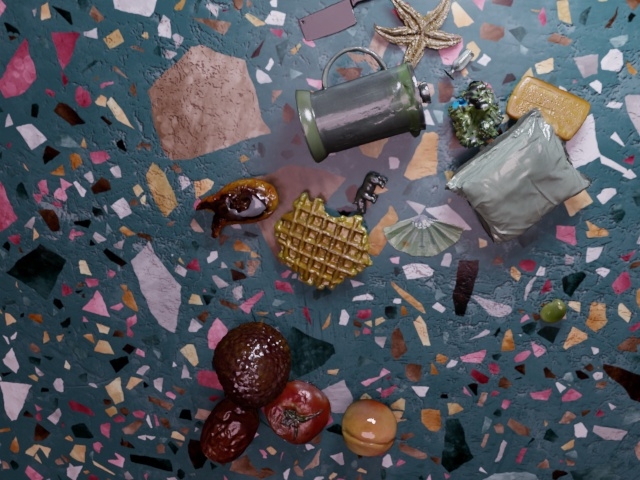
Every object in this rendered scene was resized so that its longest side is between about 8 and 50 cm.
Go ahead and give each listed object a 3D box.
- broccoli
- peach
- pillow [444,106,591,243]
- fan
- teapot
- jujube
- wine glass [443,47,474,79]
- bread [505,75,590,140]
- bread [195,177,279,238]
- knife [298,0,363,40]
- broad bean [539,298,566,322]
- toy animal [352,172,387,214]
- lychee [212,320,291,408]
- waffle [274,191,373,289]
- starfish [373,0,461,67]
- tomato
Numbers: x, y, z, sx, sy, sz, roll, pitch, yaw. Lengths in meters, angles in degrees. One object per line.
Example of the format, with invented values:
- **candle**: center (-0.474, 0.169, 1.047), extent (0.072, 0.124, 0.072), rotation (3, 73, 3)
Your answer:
- **broccoli**: center (0.408, -0.333, 1.301), extent (0.154, 0.160, 0.167), rotation (43, 89, 13)
- **peach**: center (0.159, 0.602, 1.600), extent (0.184, 0.184, 0.184), rotation (2, 106, 8)
- **pillow**: center (0.527, -0.151, 1.333), extent (0.283, 0.138, 0.310), rotation (41, 114, -19)
- **fan**: center (0.306, -0.014, 1.486), extent (0.240, 0.009, 0.131), rotation (-1, 108, 8)
- **teapot**: center (0.113, -0.371, 1.312), extent (0.337, 0.200, 0.270), rotation (-14, 109, 10)
- **jujube**: center (-0.309, 0.640, 1.686), extent (0.174, 0.174, 0.250), rotation (26, 119, 0)
- **wine glass**: center (0.370, -0.472, 1.327), extent (0.042, 0.039, 0.083), rotation (39, 106, -16)
- **bread**: center (0.594, -0.347, 1.312), extent (0.201, 0.077, 0.115), rotation (25, 109, 2)
- **bread**: center (-0.248, -0.107, 1.504), extent (0.269, 0.095, 0.139), rotation (-18, 101, 27)
- **knife**: center (0.064, -0.612, 1.347), extent (0.246, 0.019, 0.072), rotation (-18, 106, 16)
- **broad bean**: center (0.691, 0.211, 1.476), extent (0.063, 0.045, 0.083), rotation (34, 115, -1)
- **toy animal**: center (0.137, -0.133, 1.457), extent (0.065, 0.047, 0.135), rotation (29, 114, 5)
- **lychee**: center (-0.208, 0.388, 1.553), extent (0.261, 0.260, 0.260), rotation (2, 106, 8)
- **waffle**: center (0.007, 0.007, 1.503), extent (0.301, 0.058, 0.281), rotation (44, 111, -2)
- **starfish**: center (0.254, -0.547, 1.322), extent (0.228, 0.043, 0.240), rotation (29, 111, 2)
- **tomato**: center (-0.085, 0.588, 1.669), extent (0.228, 0.101, 0.227), rotation (2, 104, 10)
